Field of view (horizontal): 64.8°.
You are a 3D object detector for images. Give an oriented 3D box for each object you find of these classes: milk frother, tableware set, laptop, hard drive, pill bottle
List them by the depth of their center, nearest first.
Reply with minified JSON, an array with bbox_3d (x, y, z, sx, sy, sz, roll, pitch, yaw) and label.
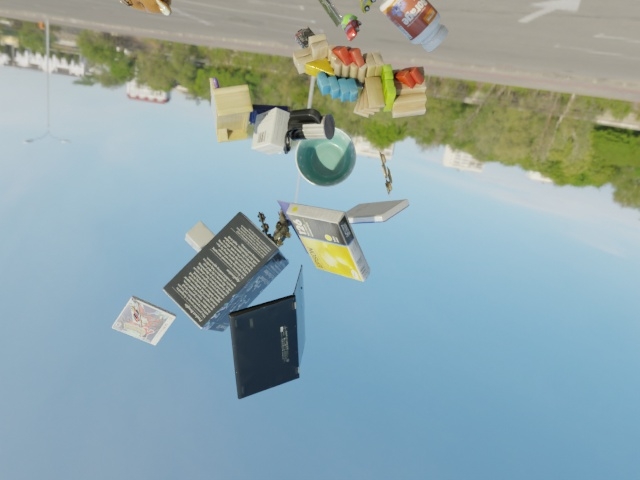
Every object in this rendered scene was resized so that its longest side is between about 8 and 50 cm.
[{"bbox_3d":[-0.043,-0.339,1.611,0.135,0.143,0.129,4,175,27],"label":"milk frother"},{"bbox_3d":[0.304,-0.714,1.614,0.216,0.121,0.121,38,-171,-18],"label":"pill bottle"},{"bbox_3d":[0.247,-0.254,1.900,0.020,0.141,0.168,-14,-147,16],"label":"tableware set"},{"bbox_3d":[-0.192,0.351,2.010,0.408,0.381,0.236,-14,-154,-26],"label":"laptop"},{"bbox_3d":[0.250,-0.139,2.486,0.210,0.040,0.319,-32,-161,-36],"label":"hard drive"}]

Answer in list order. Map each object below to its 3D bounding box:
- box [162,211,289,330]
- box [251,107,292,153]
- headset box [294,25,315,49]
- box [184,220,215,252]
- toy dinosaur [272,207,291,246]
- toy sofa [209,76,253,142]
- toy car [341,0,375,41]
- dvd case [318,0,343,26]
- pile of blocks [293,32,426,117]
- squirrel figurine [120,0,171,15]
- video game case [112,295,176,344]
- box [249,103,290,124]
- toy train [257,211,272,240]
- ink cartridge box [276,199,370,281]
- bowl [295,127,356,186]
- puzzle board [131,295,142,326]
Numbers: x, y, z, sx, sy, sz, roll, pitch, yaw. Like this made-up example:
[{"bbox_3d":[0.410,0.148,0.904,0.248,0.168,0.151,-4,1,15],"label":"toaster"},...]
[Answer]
[{"bbox_3d":[-0.340,0.129,1.903,0.212,0.395,0.293,43,174,12],"label":"box"},{"bbox_3d":[-0.228,-0.523,2.434,0.119,0.181,0.181,13,172,-37],"label":"box"},{"bbox_3d":[-0.052,-0.752,1.880,0.062,0.083,0.032,-37,177,-10],"label":"headset box"},{"bbox_3d":[-0.521,0.012,2.287,0.170,0.091,0.130,46,160,-4],"label":"box"},{"bbox_3d":[-0.227,-0.011,2.679,0.121,0.313,0.160,25,-179,-4],"label":"toy dinosaur"},{"bbox_3d":[-0.396,-0.577,2.228,0.150,0.176,0.362,-11,173,-13],"label":"toy sofa"},{"bbox_3d":[0.139,-0.953,2.167,0.053,0.238,0.225,30,178,-22],"label":"toy car"},{"bbox_3d":[0.025,-0.873,1.867,0.164,0.018,0.221,51,-170,-16],"label":"dvd case"},{"bbox_3d":[0.096,-0.406,1.243,0.363,0.148,0.112,17,165,5],"label":"pile of blocks"},{"bbox_3d":[-0.567,-0.948,1.666,0.397,0.370,0.280,-20,-130,8],"label":"squirrel figurine"},{"bbox_3d":[-0.743,0.340,2.129,0.201,0.183,0.023,30,-159,-23],"label":"video game case"},{"bbox_3d":[-0.268,-0.625,2.523,0.226,0.036,0.136,0,159,-9],"label":"box"},{"bbox_3d":[-0.255,-0.061,2.341,0.036,0.158,0.027,-9,164,-42],"label":"toy train"},{"bbox_3d":[0.000,0.000,1.803,0.308,0.303,0.072,11,-126,36],"label":"ink cartridge box"},{"bbox_3d":[0.035,-0.427,2.637,0.312,0.311,0.163,11,-178,6],"label":"bowl"},{"bbox_3d":[-0.698,0.268,1.909,0.011,0.096,0.128,-11,-169,-29],"label":"puzzle board"}]
